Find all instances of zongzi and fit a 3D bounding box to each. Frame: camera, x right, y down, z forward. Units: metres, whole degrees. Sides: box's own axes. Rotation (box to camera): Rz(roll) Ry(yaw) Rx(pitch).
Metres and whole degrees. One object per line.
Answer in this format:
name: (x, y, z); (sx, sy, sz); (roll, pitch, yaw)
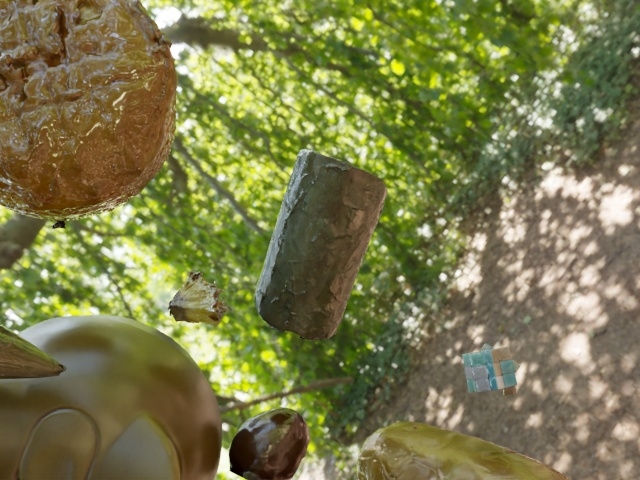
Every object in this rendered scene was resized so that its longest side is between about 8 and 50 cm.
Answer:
zongzi: (-0.399, 0.123, 0.820); (0.160, 0.176, 0.078); (0, -70, -75)

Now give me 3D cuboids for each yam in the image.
yam: (0.000, 0.000, 1.238); (0.168, 0.168, 0.304); (-67, -4, -73)

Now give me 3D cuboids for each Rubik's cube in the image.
Rubik's cube: (0.264, 0.197, 1.144); (0.084, 0.073, 0.075); (4, 96, 55)

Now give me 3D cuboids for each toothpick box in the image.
toothpick box: (-0.358, 0.318, 1.139); (0.409, 0.409, 0.425); (-58, 1, -8)

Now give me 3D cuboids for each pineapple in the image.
pineapple: (-0.241, 0.122, 1.455); (0.116, 0.069, 0.137); (-23, 34, -21)

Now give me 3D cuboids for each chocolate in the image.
chocolate: (-0.082, 0.337, 1.228); (0.127, 0.124, 0.133); (79, -149, -67)

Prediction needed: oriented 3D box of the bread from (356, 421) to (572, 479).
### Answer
bread: (0.219, 0.377, 1.118); (0.195, 0.149, 0.344); (-17, 17, -42)

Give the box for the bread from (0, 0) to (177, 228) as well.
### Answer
bread: (-0.396, -0.222, 1.142); (0.398, 0.398, 0.215); (-58, -5, -15)

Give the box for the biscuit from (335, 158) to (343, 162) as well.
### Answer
biscuit: (0.010, -0.125, 1.653); (0.018, 0.071, 0.147); (57, -138, -46)
